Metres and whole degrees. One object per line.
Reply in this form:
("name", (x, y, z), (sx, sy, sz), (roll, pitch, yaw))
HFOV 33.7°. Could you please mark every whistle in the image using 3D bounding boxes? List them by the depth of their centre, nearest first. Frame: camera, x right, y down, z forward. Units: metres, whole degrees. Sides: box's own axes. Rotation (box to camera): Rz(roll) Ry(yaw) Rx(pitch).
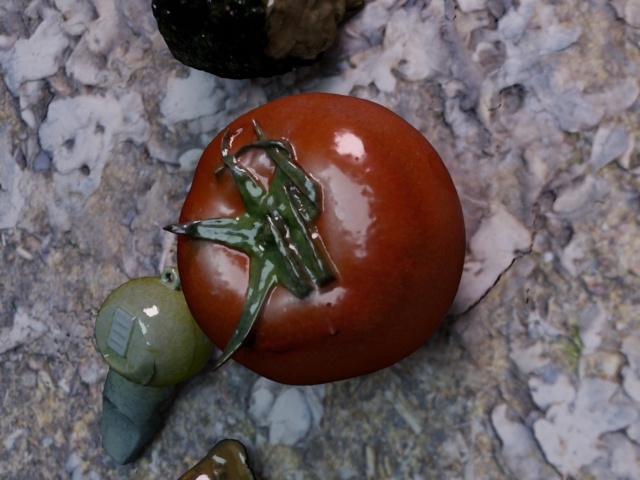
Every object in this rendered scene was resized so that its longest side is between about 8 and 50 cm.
("whistle", (-0.170, 0.125, 1.068), (0.123, 0.123, 0.223), (32, 115, 31))

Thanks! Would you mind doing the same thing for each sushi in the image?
("sushi", (-0.052, -0.330, 1.047), (0.171, 0.211, 0.349), (6, 86, 26))

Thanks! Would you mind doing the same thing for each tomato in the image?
("tomato", (0.000, 0.000, 0.918), (0.256, 0.224, 0.255), (-5, 79, 26))

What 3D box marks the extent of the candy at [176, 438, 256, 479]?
("candy", (-0.155, 0.316, 1.004), (0.271, 0.101, 0.143), (-39, 57, 9))
